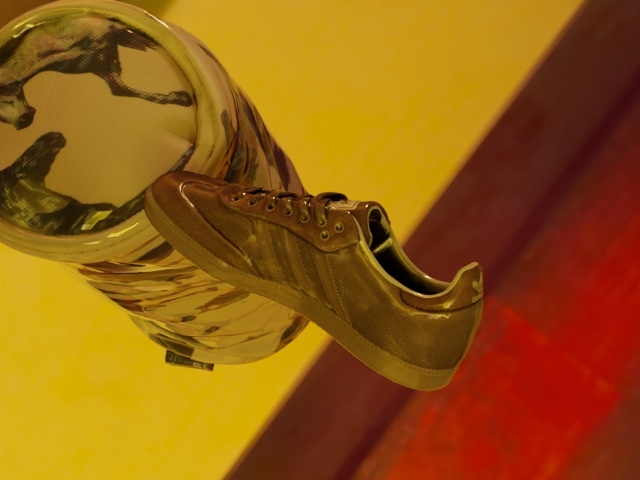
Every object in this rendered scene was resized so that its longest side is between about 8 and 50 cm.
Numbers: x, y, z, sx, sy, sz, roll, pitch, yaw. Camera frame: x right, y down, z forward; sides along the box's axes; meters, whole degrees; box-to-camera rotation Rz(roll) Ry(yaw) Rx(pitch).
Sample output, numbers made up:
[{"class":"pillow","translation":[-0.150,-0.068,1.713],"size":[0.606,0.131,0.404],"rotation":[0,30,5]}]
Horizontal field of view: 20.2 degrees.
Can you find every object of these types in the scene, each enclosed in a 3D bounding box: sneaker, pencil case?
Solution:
[{"class":"sneaker","translation":[0.000,0.000,0.915],"size":[0.071,0.188,0.066],"rotation":[-65,166,22]},{"class":"pencil case","translation":[-0.109,-0.022,1.176],"size":[0.183,0.160,0.410],"rotation":[-15,164,6]}]
